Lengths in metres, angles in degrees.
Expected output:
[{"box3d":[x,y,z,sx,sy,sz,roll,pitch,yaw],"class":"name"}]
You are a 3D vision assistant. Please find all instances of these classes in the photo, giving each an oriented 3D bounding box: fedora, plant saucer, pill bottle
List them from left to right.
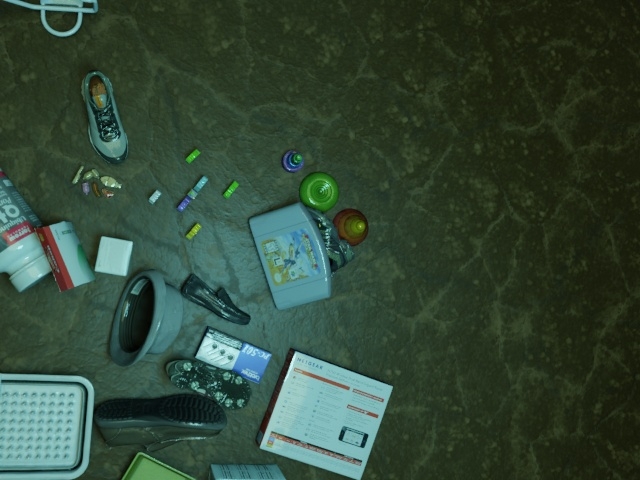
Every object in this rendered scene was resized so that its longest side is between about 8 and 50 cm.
[{"box3d":[-0.840,-0.026,1.728,0.176,0.176,0.319,-36,97,-12],"class":"pill bottle"},{"box3d":[-0.471,0.223,1.816,0.124,0.243,0.276,20,73,-41],"class":"fedora"},{"box3d":[-0.477,0.708,1.850,0.188,0.045,0.188,31,95,-11],"class":"plant saucer"}]

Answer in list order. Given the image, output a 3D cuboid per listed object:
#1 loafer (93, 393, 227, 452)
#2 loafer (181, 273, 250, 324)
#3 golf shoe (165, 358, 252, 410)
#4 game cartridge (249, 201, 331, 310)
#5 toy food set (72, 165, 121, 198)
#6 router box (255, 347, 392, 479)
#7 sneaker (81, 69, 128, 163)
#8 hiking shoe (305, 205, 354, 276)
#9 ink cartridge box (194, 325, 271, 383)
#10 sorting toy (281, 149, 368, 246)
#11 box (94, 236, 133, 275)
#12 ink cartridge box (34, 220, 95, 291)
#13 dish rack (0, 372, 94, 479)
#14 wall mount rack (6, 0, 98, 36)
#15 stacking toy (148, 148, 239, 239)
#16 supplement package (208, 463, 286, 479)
[{"box3d":[-0.450,0.525,1.850,0.365,0.134,0.130,3,113,-5],"class":"loafer"},{"box3d":[-0.299,0.176,1.908,0.223,0.076,0.078,30,89,-8],"class":"loafer"},{"box3d":[-0.322,0.406,1.888,0.272,0.120,0.105,33,74,-30],"class":"golf shoe"},{"box3d":[-0.080,0.046,1.933,0.198,0.062,0.297,-17,93,23],"class":"game cartridge"},{"box3d":[-0.642,-0.159,1.864,0.122,0.019,0.078,30,82,-19],"class":"toy food set"},{"box3d":[0.014,0.527,1.974,0.335,0.082,0.301,23,83,-12],"class":"router box"},{"box3d":[-0.614,-0.348,1.830,0.100,0.108,0.272,-16,94,-16],"class":"sneaker"},{"box3d":[0.000,0.000,1.961,0.114,0.086,0.227,-43,98,-14],"class":"hiking shoe"},{"box3d":[-0.259,0.339,1.929,0.207,0.046,0.097,26,84,-12],"class":"ink cartridge box"},{"box3d":[0.026,-0.133,1.975,0.127,0.126,0.365,-44,99,-11],"class":"sorting toy"},{"box3d":[-0.579,0.045,1.829,0.087,0.101,0.102,12,86,-14],"class":"box"},{"box3d":[-0.680,0.038,1.740,0.056,0.224,0.181,-22,94,-9],"class":"ink cartridge box"},{"box3d":[-0.798,0.504,1.777,0.332,0.072,0.286,5,86,-14],"class":"dish rack"},{"box3d":[-0.774,-0.756,1.789,0.304,0.130,0.350,-1,88,-14],"class":"wall mount rack"},{"box3d":[-0.375,-0.138,1.916,0.167,0.052,0.221,42,78,-11],"class":"stacking toy"},{"box3d":[-0.220,0.762,1.874,0.203,0.149,0.194,6,87,-15],"class":"supplement package"}]
